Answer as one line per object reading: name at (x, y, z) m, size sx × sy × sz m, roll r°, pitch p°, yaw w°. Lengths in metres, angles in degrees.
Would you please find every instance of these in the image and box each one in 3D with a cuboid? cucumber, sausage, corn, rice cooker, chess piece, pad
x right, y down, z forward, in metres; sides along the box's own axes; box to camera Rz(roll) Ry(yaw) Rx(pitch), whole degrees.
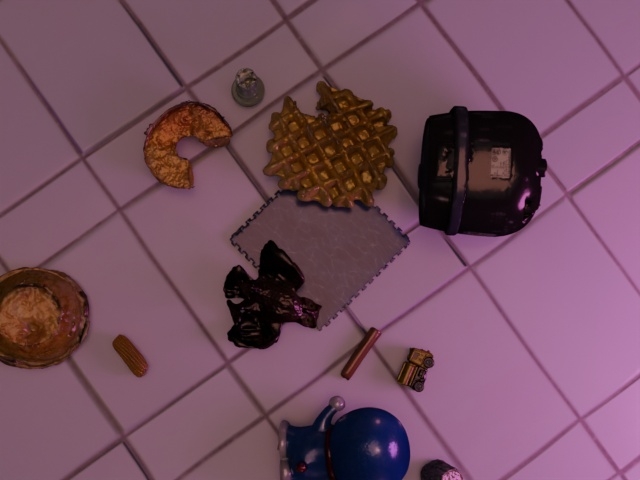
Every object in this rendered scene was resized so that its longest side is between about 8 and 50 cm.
cucumber at (0.231, 0.453, 1.812) m, size 0.064 × 0.112 × 0.064 m, roll 1°, pitch 84°, yaw -10°
sausage at (0.079, 0.223, 1.874) m, size 0.026 × 0.026 × 0.116 m, roll 34°, pitch 84°, yaw 2°
corn at (-0.369, 0.224, 1.851) m, size 0.037 × 0.037 × 0.092 m, roll -40°, pitch 84°, yaw -6°
rice cooker at (0.301, -0.127, 1.811) m, size 0.224 × 0.267 × 0.267 m, roll 4°, pitch 83°, yaw 2°
chess piece at (-0.145, -0.308, 1.885) m, size 0.067 × 0.103 × 0.067 m, roll 0°, pitch 83°, yaw -2°
pad at (0.000, 0.000, 1.903) m, size 0.270 × 0.012 × 0.269 m, roll 44°, pitch 84°, yaw 3°

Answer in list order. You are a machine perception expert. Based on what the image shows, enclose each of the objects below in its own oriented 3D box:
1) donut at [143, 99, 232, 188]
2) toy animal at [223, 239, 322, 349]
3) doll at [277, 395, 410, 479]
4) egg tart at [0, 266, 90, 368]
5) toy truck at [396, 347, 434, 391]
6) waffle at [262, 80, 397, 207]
donut at (-0.268, -0.192, 1.885) m, size 0.146 × 0.078 × 0.181 m, roll 37°, pitch 90°, yaw 3°
toy animal at (-0.091, 0.113, 1.853) m, size 0.179 × 0.116 × 0.218 m, roll 18°, pitch 99°, yaw -21°
doll at (0.043, 0.402, 1.802) m, size 0.257 × 0.161 × 0.215 m, roll -2°, pitch 97°, yaw 14°
egg tart at (-0.554, 0.149, 1.830) m, size 0.213 × 0.090 × 0.212 m, roll 0°, pitch 86°, yaw -5°
toy truck at (0.188, 0.250, 1.863) m, size 0.054 × 0.049 × 0.083 m, roll 24°, pitch 84°, yaw 2°
waffle at (0.018, -0.185, 1.894) m, size 0.261 × 0.056 × 0.250 m, roll 19°, pitch 77°, yaw -4°
